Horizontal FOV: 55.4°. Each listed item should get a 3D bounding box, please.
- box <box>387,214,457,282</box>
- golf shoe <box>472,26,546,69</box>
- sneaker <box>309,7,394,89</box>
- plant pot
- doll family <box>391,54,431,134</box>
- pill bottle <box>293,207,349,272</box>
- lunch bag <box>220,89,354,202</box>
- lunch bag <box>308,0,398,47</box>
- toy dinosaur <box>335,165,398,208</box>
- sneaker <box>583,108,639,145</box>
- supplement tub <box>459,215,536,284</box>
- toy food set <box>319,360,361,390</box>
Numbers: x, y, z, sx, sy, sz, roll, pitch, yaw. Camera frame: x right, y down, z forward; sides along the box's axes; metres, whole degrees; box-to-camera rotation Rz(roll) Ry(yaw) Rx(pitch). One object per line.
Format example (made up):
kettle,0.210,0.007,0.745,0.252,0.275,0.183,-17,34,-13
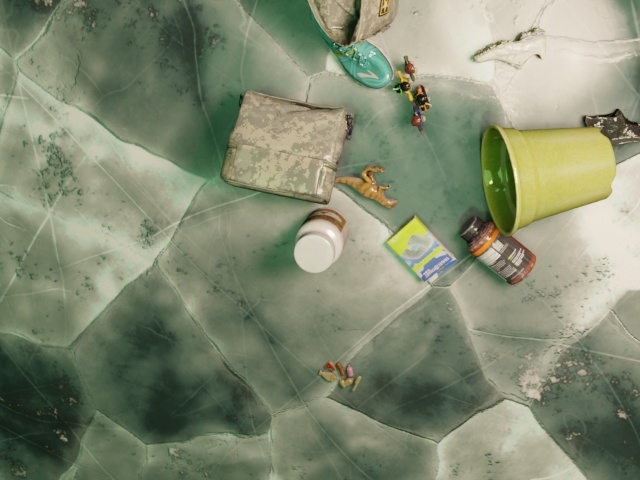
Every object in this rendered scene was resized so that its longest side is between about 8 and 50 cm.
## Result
box,0.283,0.031,1.690,0.178,0.042,0.109,45,110,-5
golf shoe,0.465,-0.453,1.489,0.176,0.069,0.086,-15,110,16
sneaker,0.070,-0.484,1.525,0.275,0.110,0.107,44,110,-6
plant pot,0.553,-0.167,1.480,0.253,0.276,0.276,-10,106,1
doll family,0.235,-0.364,1.532,0.076,0.111,0.193,-28,101,17
pill bottle,0.000,0.000,1.630,0.131,0.229,0.131,3,108,9
lunch bag,-0.084,-0.242,1.580,0.305,0.212,0.256,12,93,3
lunch bag,0.073,-0.606,1.406,0.168,0.235,0.287,-15,111,37
toy dinosaur,0.117,-0.151,1.649,0.211,0.064,0.112,26,112,1
sneaker,0.742,-0.284,1.499,0.170,0.051,0.089,-10,110,17
supplement tub,0.466,0.021,1.620,0.198,0.106,0.106,39,110,-3
toy food set,0.063,0.406,1.865,0.122,0.019,0.078,28,110,9
